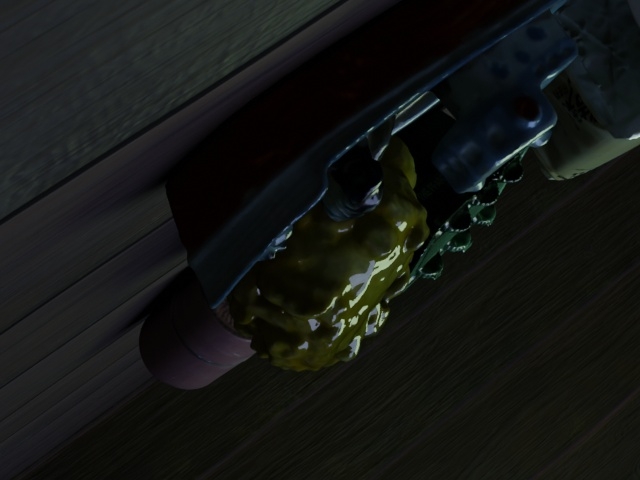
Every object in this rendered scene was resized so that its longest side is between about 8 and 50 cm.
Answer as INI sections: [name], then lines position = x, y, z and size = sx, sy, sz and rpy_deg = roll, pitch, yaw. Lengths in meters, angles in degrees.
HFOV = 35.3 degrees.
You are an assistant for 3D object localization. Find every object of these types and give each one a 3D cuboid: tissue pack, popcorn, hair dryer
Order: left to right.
[hair dryer]
position = -0.063, 0.058, 1.337
size = 0.352, 0.125, 0.210
rpy_deg = -32, 175, -41
[popcorn]
position = 0.000, 0.000, 0.999
size = 0.266, 0.192, 0.233
rpy_deg = -61, 172, -28
[tissue pack]
position = 0.379, -0.240, 1.133
size = 0.332, 0.205, 0.405
rpy_deg = -33, 176, 2

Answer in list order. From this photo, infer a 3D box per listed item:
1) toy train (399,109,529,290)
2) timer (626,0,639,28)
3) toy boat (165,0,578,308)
[toy train]
position = 0.149, -0.072, 1.368
size = 0.330, 0.178, 0.138
rpy_deg = -39, 160, -47
[timer]
position = 0.407, -0.260, 0.804
size = 0.285, 0.285, 0.285
rpy_deg = -36, 177, -2
[toy boat]
position = 0.044, -0.067, 0.711
size = 0.332, 0.133, 0.145
rpy_deg = -35, 177, -15
